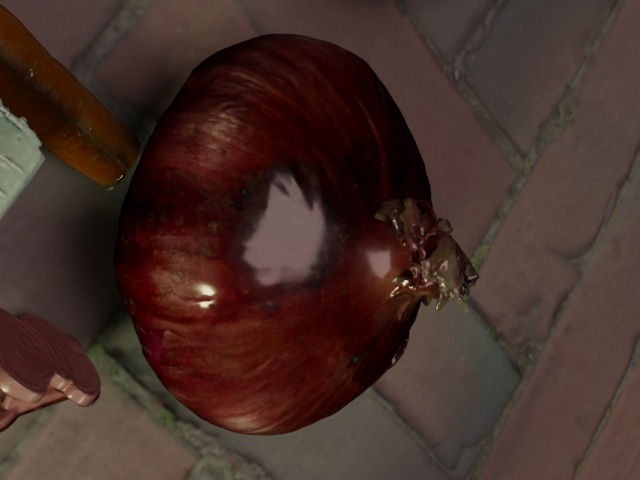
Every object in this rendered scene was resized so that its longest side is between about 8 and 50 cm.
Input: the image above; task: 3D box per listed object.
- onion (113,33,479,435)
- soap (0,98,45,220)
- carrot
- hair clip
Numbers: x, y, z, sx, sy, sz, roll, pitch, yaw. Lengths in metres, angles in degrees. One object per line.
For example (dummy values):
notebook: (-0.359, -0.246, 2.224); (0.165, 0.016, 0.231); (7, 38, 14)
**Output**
onion: (0.000, 0.000, 1.042); (0.347, 0.285, 0.348); (-20, 114, -56)
soap: (-0.329, -0.011, 0.876); (0.150, 0.094, 0.261); (47, 62, -32)
carrot: (-0.238, -0.128, 0.974); (0.225, 0.067, 0.067); (45, 63, -35)
hair clip: (-0.231, 0.090, 0.957); (0.138, 0.123, 0.102); (-13, 143, -40)
